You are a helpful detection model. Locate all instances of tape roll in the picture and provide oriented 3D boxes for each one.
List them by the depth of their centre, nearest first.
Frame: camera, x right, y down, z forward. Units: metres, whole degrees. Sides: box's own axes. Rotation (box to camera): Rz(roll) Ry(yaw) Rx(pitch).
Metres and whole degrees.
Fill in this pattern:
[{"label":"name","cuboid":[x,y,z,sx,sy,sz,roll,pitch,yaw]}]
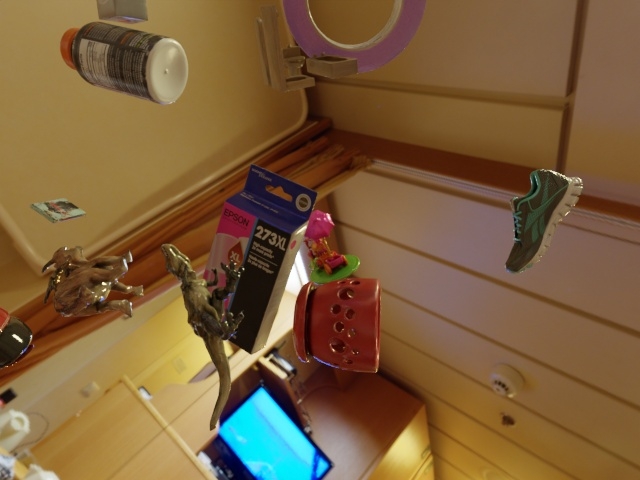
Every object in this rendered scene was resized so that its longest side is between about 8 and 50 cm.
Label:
[{"label":"tape roll","cuboid":[0.064,-0.479,0.876,0.090,0.274,0.275,-94,163,-63]}]

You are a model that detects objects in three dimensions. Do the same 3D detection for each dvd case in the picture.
[{"label":"dvd case","cuboid":[-0.764,-0.088,1.300,0.087,0.119,0.013,33,-69,7]}]

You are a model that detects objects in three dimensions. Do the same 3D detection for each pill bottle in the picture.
[{"label":"pill bottle","cuboid":[-0.410,-0.371,0.916,0.245,0.130,0.130,19,-39,16]}]

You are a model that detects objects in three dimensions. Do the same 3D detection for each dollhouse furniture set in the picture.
[{"label":"dollhouse furniture set","cuboid":[-0.027,-0.337,0.752,0.144,0.151,0.123,-135,-148,-55]}]

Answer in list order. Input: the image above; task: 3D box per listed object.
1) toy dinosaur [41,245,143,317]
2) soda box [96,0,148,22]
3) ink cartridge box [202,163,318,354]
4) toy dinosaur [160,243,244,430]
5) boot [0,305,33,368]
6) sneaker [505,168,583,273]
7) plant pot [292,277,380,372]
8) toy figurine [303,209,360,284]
[{"label":"toy dinosaur","cuboid":[-0.487,0.098,0.906,0.295,0.200,0.127,-138,-138,-71]},{"label":"soda box","cuboid":[-0.532,-0.728,1.159,0.091,0.098,0.286,12,-70,36]},{"label":"ink cartridge box","cuboid":[-0.146,0.040,0.945,0.175,0.069,0.371,26,-76,21]},{"label":"toy dinosaur","cuboid":[-0.146,0.100,0.600,0.118,0.064,0.268,-43,-122,34]},{"label":"boot","cuboid":[-0.444,0.076,0.545,0.244,0.088,0.176,13,-38,45]},{"label":"sneaker","cuboid":[0.309,-0.032,0.660,0.076,0.166,0.065,29,2,3]},{"label":"plant pot","cuboid":[0.038,0.172,0.926,0.174,0.191,0.191,2,-46,8]},{"label":"toy figurine","cuboid":[0.000,0.000,1.084,0.173,0.130,0.159,26,-39,63]}]
